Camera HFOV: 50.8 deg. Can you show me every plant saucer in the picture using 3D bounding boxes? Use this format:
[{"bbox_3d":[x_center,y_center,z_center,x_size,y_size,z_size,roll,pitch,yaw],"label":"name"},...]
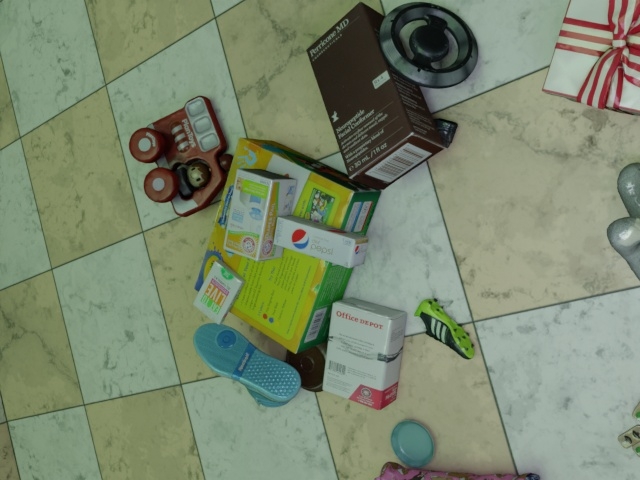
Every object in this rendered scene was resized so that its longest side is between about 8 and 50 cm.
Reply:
[{"bbox_3d":[-0.031,0.333,1.835,0.168,0.029,0.168,3,96,33],"label":"plant saucer"},{"bbox_3d":[0.233,0.505,1.685,0.119,0.021,0.119,4,97,32],"label":"plant saucer"}]

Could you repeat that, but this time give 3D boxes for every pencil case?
[{"bbox_3d":[0.316,0.601,1.552,0.386,0.160,0.167,-8,108,34],"label":"pencil case"}]

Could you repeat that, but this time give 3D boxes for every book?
[{"bbox_3d":[-0.265,0.136,1.773,0.096,0.035,0.144,37,112,19],"label":"book"}]

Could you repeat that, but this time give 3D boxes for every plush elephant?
[{"bbox_3d":[0.702,0.005,1.197,0.255,0.272,0.330,-25,101,38],"label":"plush elephant"}]

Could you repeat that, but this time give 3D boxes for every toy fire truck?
[{"bbox_3d":[-0.382,-0.237,1.943,0.254,0.169,0.302,-24,82,13],"label":"toy fire truck"}]

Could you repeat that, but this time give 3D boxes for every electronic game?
[{"bbox_3d":[0.240,-0.435,1.495,0.229,0.229,0.048,59,159,14],"label":"electronic game"}]

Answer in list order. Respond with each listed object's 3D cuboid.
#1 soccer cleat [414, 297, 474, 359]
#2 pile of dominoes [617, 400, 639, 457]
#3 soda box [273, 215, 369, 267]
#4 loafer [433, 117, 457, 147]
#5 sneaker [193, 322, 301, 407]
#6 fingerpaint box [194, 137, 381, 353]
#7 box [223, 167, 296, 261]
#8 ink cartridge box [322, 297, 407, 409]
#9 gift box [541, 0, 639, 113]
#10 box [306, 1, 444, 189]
[{"bbox_3d":[0.295,0.218,1.602,0.179,0.060,0.072,52,128,25],"label":"soccer cleat"},{"bbox_3d":[0.745,0.403,1.335,0.251,0.040,0.196,34,111,26],"label":"pile of dominoes"},{"bbox_3d":[0.000,0.000,1.566,0.216,0.074,0.069,17,104,29],"label":"soda box"},{"bbox_3d":[0.236,-0.265,1.589,0.170,0.062,0.061,22,111,31],"label":"loafer"},{"bbox_3d":[-0.204,0.354,1.832,0.319,0.208,0.127,32,67,10],"label":"sneaker"},{"bbox_3d":[-0.095,0.003,1.765,0.371,0.163,0.445,27,108,27],"label":"fingerpaint box"},{"bbox_3d":[-0.147,-0.063,1.632,0.114,0.103,0.203,20,105,30],"label":"box"},{"bbox_3d":[0.110,0.279,1.695,0.172,0.100,0.237,13,102,31],"label":"ink cartridge box"},{"bbox_3d":[0.590,-0.356,1.235,0.276,0.258,0.255,16,104,32],"label":"gift box"},{"bbox_3d":[0.120,-0.333,1.557,0.191,0.143,0.381,-34,60,33],"label":"box"}]
